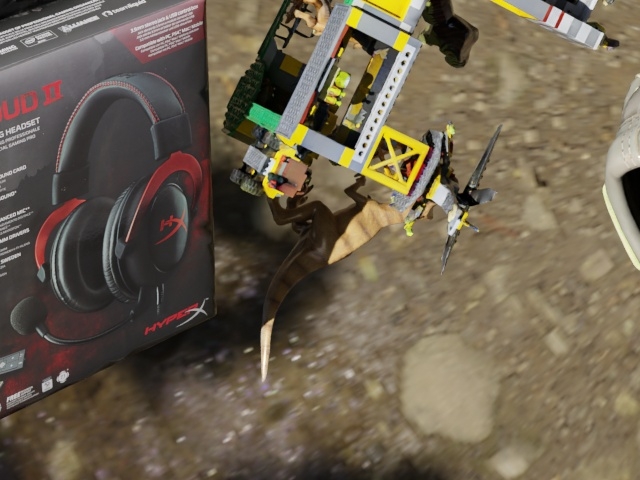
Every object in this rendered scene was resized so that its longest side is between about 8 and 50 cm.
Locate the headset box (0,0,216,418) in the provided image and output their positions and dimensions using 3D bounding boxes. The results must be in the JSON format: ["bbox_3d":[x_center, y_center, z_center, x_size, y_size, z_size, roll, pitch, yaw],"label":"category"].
[{"bbox_3d":[-0.188,-0.050,1.256,0.110,0.218,0.293,32,134,39],"label":"headset box"}]

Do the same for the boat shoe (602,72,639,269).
[{"bbox_3d":[0.217,0.049,0.807,0.109,0.091,0.305,-12,120,48],"label":"boat shoe"}]

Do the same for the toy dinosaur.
[{"bbox_3d":[0.000,0.000,1.484,0.211,0.064,0.112,-36,64,-19],"label":"toy dinosaur"}]

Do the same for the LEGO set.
[{"bbox_3d":[0.090,-0.148,1.299,0.192,0.255,0.331,25,86,-18],"label":"LEGO set"}]
